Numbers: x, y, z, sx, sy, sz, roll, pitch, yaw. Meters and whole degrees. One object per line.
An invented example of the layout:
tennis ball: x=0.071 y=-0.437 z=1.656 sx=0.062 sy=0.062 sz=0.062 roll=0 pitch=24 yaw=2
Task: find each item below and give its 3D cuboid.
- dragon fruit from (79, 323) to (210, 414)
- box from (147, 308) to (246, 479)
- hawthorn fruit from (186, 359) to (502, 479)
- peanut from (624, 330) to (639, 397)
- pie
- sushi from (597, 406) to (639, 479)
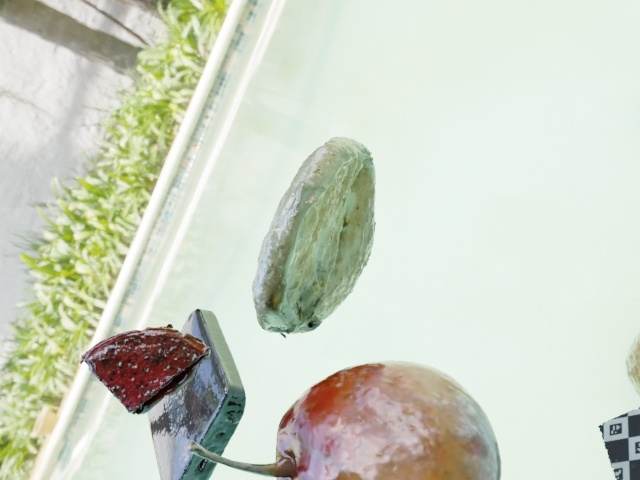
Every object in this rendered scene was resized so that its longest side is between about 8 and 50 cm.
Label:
dragon fruit: x=-0.259 y=0.182 z=0.901 sx=0.161 sy=0.127 sz=0.120 roll=-36 pitch=-3 yaw=-17
box: x=-0.253 y=0.318 z=1.160 sx=0.290 sy=0.073 sz=0.289 roll=-62 pitch=35 yaw=18
hawthorn fruit: x=0.058 y=0.242 z=0.627 sx=0.231 sy=0.263 sz=0.235 roll=-50 pitch=-43 yaw=-50
peanut: x=0.319 y=0.120 z=0.512 sx=0.089 sy=0.193 sz=0.089 roll=-20 pitch=52 yaw=27
pie: x=0.000 y=0.000 z=0.881 sx=0.339 sy=0.077 sz=0.339 roll=-47 pitch=-33 yaw=-43
sushi: x=0.542 y=0.350 z=0.871 sx=0.192 sy=0.043 sz=0.279 roll=-37 pitch=17 yaw=26
